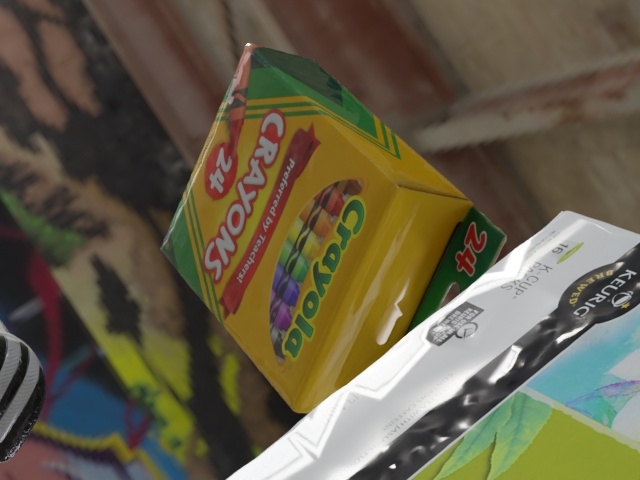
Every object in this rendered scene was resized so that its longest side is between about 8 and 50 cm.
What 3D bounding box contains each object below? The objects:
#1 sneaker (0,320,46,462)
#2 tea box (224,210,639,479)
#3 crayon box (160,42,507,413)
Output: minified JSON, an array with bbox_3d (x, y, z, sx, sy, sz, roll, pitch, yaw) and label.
[{"bbox_3d":[-0.241,0.127,1.091,0.086,0.228,0.132,33,9,-33],"label":"sneaker"},{"bbox_3d":[0.142,0.190,1.000,0.323,0.329,0.220,25,-31,55],"label":"tea box"},{"bbox_3d":[0.000,0.000,1.529,0.081,0.202,0.318,11,21,-35],"label":"crayon box"}]
